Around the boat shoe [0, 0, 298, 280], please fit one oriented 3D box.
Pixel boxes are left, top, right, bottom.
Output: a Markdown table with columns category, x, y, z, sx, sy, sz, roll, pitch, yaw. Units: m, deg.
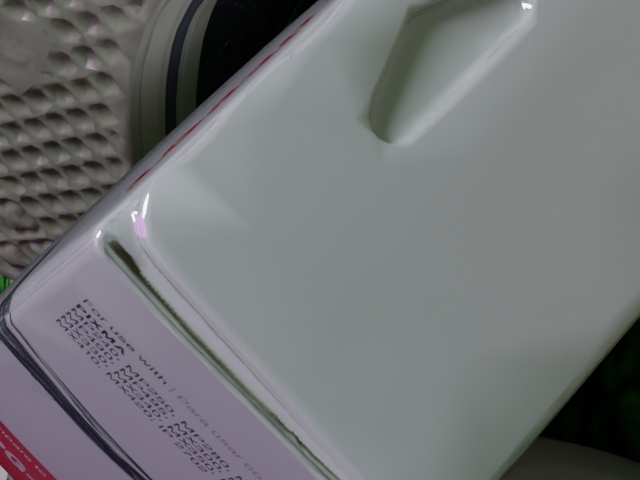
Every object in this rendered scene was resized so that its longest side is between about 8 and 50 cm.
| category | x | y | z | sx | sy | sz | roll | pitch | yaw |
| --- | --- | --- | --- | --- | --- | --- | --- | --- | --- |
| boat shoe | -0.070 | -0.157 | 0.584 | 0.500 | 0.186 | 0.156 | 111 | -175 | -58 |

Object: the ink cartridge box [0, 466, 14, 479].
| category | x | y | z | sx | sy | sz | roll | pitch | yaw |
| --- | --- | --- | --- | --- | --- | --- | --- | --- | --- |
| ink cartridge box | -0.173 | 0.172 | 0.868 | 0.115 | 0.067 | 0.198 | 48 | 125 | 52 |

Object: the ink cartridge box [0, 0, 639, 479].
| category | x | y | z | sx | sy | sz | roll | pitch | yaw |
| --- | --- | --- | --- | --- | --- | --- | --- | --- | --- |
| ink cartridge box | 0.000 | 0.000 | 0.460 | 0.172 | 0.100 | 0.237 | -46 | 7 | -23 |

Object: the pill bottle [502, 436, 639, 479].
| category | x | y | z | sx | sy | sz | roll | pitch | yaw |
| --- | --- | --- | --- | --- | --- | --- | --- | --- | --- |
| pill bottle | 0.043 | 0.170 | 0.436 | 0.121 | 0.121 | 0.216 | 47 | 123 | 54 |
